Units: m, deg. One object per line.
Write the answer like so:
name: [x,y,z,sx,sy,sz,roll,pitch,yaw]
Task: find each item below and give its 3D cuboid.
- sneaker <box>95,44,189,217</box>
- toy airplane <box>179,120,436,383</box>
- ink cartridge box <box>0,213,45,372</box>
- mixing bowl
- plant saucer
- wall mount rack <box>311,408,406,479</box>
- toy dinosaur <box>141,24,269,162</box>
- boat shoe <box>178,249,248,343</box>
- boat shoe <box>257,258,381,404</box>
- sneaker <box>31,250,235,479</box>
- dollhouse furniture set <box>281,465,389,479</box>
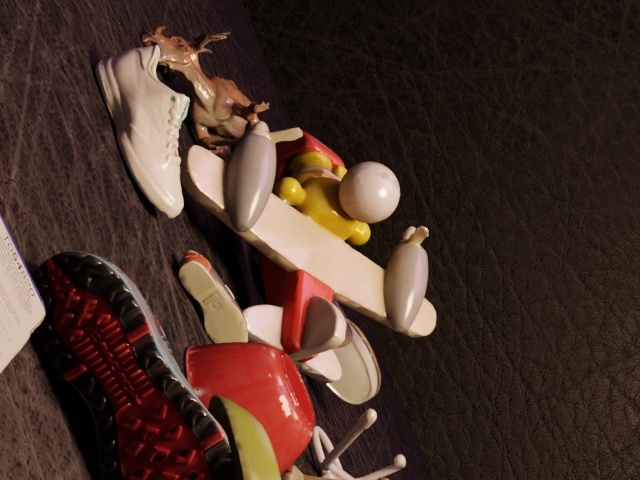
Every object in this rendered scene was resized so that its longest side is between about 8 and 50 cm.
sneaker: [-0.192,-0.134,1.515,0.080,0.094,0.212,40,28,-79]
toy airplane: [0.000,0.000,1.794,0.384,0.272,0.386,56,24,7]
ink cartridge box: [-0.254,-0.013,0.780,0.224,0.045,0.223,-85,151,-79]
mixing bowl: [-0.067,0.182,1.409,0.181,0.098,0.181,-23,90,-85]
plant saucer: [-0.058,0.246,1.059,0.241,0.037,0.241,174,-90,-77]
wall mount rack: [0.084,0.388,1.781,0.304,0.130,0.350,53,14,-64]
toy dinosaur: [-0.160,-0.220,2.004,0.200,0.127,0.296,62,-2,25]
boat shoe: [-0.128,0.073,1.533,0.137,0.049,0.043,59,7,-22]
boat shoe: [-0.008,0.143,2.034,0.302,0.113,0.103,55,9,-8]
sneaker: [-0.136,0.123,1.026,0.125,0.104,0.262,-56,122,-85]
dollhouse furniture set: [0.017,0.373,1.482,0.129,0.129,0.184,56,42,-56]
